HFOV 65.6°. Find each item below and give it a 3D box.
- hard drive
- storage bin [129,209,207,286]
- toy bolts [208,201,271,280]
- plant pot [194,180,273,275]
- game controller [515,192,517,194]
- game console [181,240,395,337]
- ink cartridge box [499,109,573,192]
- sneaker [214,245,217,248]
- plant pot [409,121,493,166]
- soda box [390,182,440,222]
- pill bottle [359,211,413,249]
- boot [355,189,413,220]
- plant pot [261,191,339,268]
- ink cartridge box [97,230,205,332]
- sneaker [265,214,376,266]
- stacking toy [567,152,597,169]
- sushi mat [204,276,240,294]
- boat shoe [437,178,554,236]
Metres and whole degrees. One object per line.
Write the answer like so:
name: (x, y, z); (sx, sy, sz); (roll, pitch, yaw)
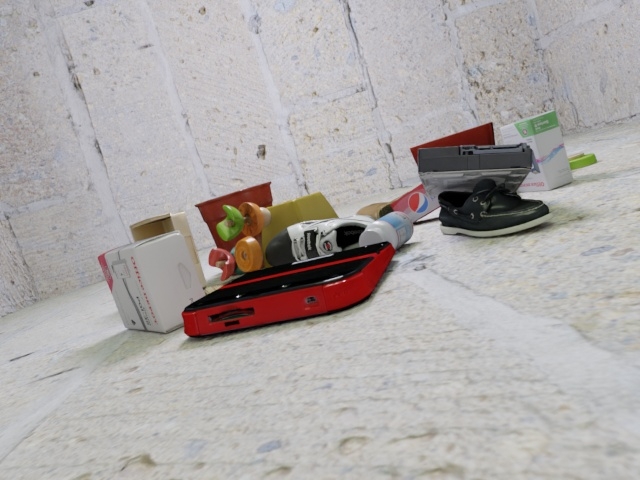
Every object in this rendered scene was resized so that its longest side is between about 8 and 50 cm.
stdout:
hard drive: (0.364, -0.159, 1.198); (0.236, 0.064, 0.339); (-1, -5, 15)
storage bin: (-0.495, 0.050, 1.621); (0.123, 0.263, 0.260); (-19, 6, -34)
toy bolts: (-0.204, 0.025, 1.454); (0.158, 0.218, 0.229); (-11, -39, -42)
plant pot: (-0.258, -0.036, 1.701); (0.272, 0.265, 0.272); (-17, 7, 2)
game controller: (0.499, -0.129, 1.487); (0.166, 0.067, 0.319); (1, 13, 20)
game console: (-0.056, 0.093, 1.018); (0.386, 0.060, 0.342); (-13, 6, 21)
ink cartridge box: (0.631, -0.254, 1.455); (0.093, 0.213, 0.154); (-22, 8, -9)
sneaker: (-0.259, 0.022, 1.865); (0.299, 0.121, 0.112); (-19, 9, -22)
plant pot: (0.492, -0.258, 1.741); (0.267, 0.236, 0.267); (-14, 8, 23)
soda box: (0.346, -0.144, 1.504); (0.263, 0.092, 0.083); (-35, -5, 37)
pill bottle: (0.158, -0.013, 1.203); (0.087, 0.087, 0.160); (-13, 8, 35)
boot: (0.272, -0.128, 1.880); (0.236, 0.089, 0.269); (-18, 5, -10)
plant pot: (-0.064, -0.038, 1.561); (0.212, 0.187, 0.212); (-12, 9, 40)
ink cartridge box: (-0.407, 0.101, 1.191); (0.117, 0.207, 0.283); (-24, 9, -38)
sneaker: (0.000, 0.000, 1.354); (0.330, 0.123, 0.146); (-17, 5, 4)
stacking toy: (0.789, -0.298, 1.766); (0.279, 0.131, 0.309); (-18, 7, -3)
sushi mat: (-0.221, 0.127, 1.327); (0.151, 0.019, 0.316); (-18, 6, -19)
boat shoe: (0.365, -0.079, 1.102); (0.127, 0.113, 0.340); (-19, 7, -11)
